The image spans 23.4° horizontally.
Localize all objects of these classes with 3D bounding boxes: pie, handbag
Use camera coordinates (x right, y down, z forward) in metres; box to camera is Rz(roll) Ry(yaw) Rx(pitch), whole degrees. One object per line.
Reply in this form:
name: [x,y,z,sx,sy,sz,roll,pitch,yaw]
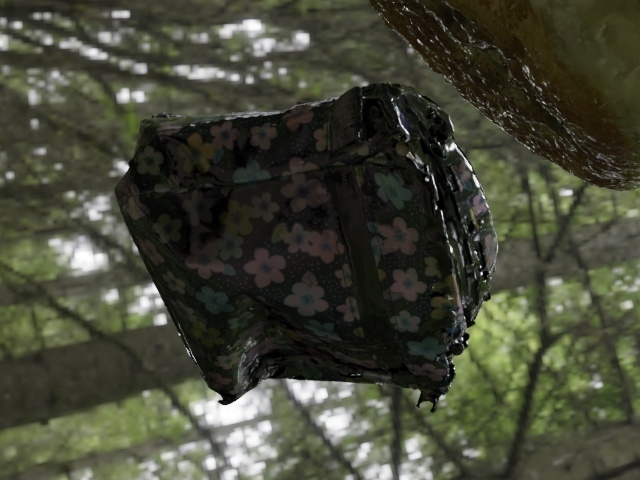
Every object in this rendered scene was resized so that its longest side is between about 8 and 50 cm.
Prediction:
pie: [0.156,-0.144,1.160,0.315,0.315,0.092,28,-100,44]
handbag: [0.000,0.000,0.949,0.208,0.126,0.228,-5,-51,17]
